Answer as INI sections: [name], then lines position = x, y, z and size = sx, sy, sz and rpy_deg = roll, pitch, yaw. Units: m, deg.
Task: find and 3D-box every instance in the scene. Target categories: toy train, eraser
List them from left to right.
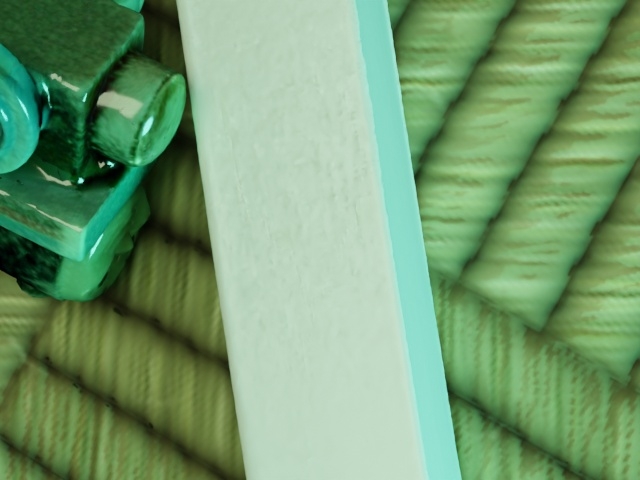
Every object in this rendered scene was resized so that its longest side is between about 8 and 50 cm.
[toy train]
position = -0.203, -0.077, 0.751
size = 0.298, 0.194, 0.120
rpy_deg = 25, 49, 9
[eraser]
position = 0.001, 0.000, 0.734
size = 0.078, 0.076, 0.298
rpy_deg = -11, 82, 13
